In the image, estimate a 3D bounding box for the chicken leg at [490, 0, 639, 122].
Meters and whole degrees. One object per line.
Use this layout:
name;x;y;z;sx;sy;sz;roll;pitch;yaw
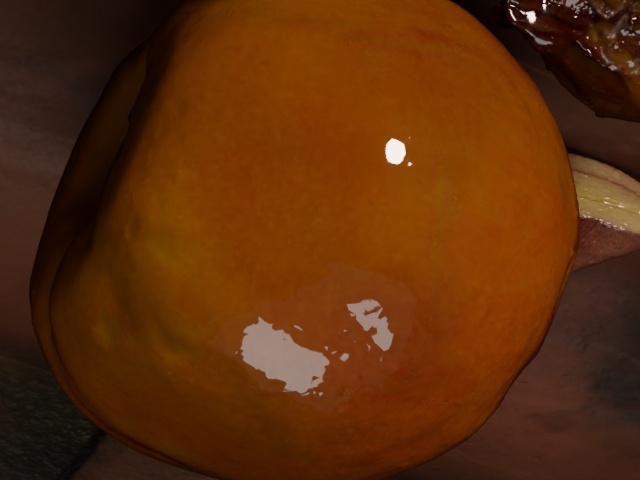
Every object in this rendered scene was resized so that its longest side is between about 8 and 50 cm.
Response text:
chicken leg;0.128;-0.178;1.090;0.304;0.093;0.113;35;113;-21

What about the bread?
bread;0.148;-0.014;1.283;0.192;0.067;0.119;-18;143;24

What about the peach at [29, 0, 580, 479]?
peach;0.000;0.000;1.106;0.301;0.343;0.343;26;135;-18
